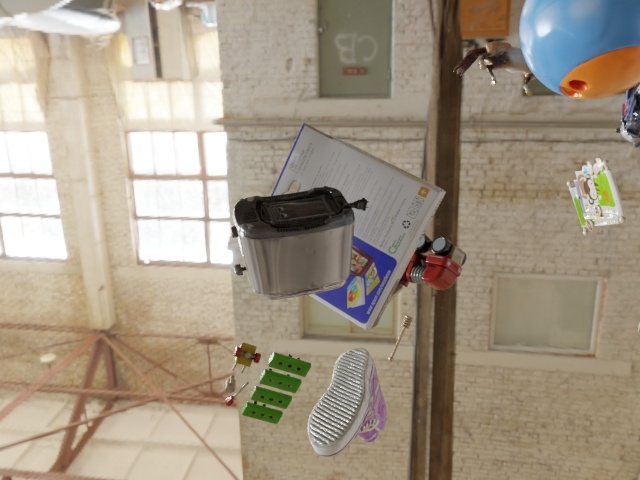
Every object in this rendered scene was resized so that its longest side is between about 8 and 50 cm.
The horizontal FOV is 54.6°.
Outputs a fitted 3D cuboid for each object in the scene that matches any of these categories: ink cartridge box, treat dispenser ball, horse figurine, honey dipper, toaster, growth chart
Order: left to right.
[{"bbox_3d":[-0.033,0.003,1.025,0.226,0.147,0.129,-10,-146,-14],"label":"toaster"},{"bbox_3d":[0.041,-0.031,1.227,0.307,0.304,0.072,31,-167,20],"label":"ink cartridge box"},{"bbox_3d":[0.255,0.318,2.002,0.030,0.161,0.030,24,-176,-2],"label":"honey dipper"},{"bbox_3d":[0.454,-0.412,1.464,0.263,0.066,0.174,16,-136,4],"label":"horse figurine"},{"bbox_3d":[0.664,-0.105,1.499,0.021,0.172,0.237,-19,175,-2],"label":"growth chart"},{"bbox_3d":[0.542,-0.424,1.219,0.288,0.288,0.288,-1,-163,0],"label":"treat dispenser ball"}]

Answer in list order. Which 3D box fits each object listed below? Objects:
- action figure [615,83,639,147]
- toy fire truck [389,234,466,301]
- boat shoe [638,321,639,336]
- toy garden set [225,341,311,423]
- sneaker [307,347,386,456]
[{"bbox_3d":[0.805,-0.326,1.398,0.178,0.330,0.341,34,-128,0],"label":"action figure"},{"bbox_3d":[0.294,0.104,1.891,0.158,0.246,0.217,31,166,-40],"label":"toy fire truck"},{"bbox_3d":[1.049,0.244,1.916,0.095,0.257,0.095,7,-132,22],"label":"boat shoe"},{"bbox_3d":[-0.166,0.382,1.688,0.203,0.244,0.049,20,-150,-15],"label":"toy garden set"},{"bbox_3d":[0.071,0.344,1.178,0.102,0.161,0.282,-12,-162,24],"label":"sneaker"}]
